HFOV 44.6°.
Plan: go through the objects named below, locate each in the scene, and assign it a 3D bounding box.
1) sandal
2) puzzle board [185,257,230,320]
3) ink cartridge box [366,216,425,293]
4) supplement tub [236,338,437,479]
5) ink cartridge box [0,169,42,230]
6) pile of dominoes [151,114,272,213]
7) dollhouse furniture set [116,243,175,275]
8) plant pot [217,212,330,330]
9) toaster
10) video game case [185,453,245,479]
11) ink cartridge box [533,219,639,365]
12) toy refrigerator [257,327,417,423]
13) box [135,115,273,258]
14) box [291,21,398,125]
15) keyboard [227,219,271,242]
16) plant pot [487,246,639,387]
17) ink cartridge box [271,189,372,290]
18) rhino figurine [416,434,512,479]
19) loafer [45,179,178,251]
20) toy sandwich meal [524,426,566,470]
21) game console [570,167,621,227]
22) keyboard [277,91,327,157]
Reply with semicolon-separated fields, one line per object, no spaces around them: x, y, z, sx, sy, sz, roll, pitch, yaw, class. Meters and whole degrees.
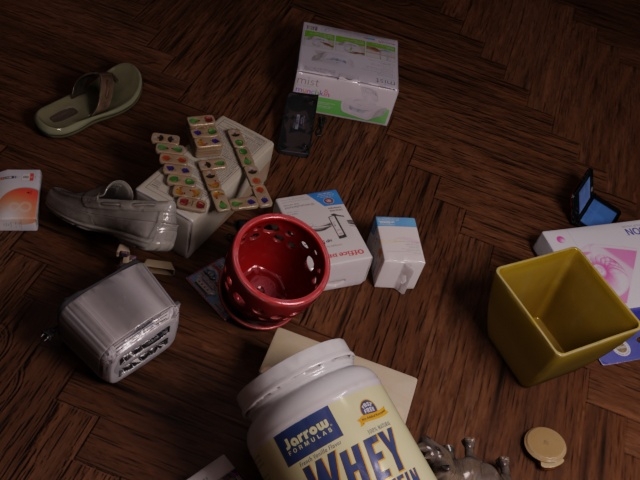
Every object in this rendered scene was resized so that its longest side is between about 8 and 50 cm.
-0.528;-0.336;1.813;0.120;0.086;0.303;33;49;15;sandal
-0.193;0.094;1.562;0.096;0.011;0.128;-30;61;-34;puzzle board
0.159;0.033;1.652;0.090;0.092;0.143;3;47;-11;ink cartridge box
0.030;0.341;1.205;0.235;0.235;0.324;-20;69;-29;supplement tub
-0.662;-0.085;1.581;0.179;0.045;0.145;2;48;-16;ink cartridge box
-0.225;-0.159;1.595;0.196;0.040;0.251;-9;51;-23;pile of dominoes
-0.341;0.067;1.510;0.114;0.091;0.081;8;62;-11;dollhouse furniture set
-0.094;0.069;1.482;0.191;0.174;0.191;8;60;-15;plant pot
-0.360;0.149;1.389;0.146;0.129;0.227;41;50;19;toaster
-0.164;0.477;1.200;0.210;0.042;0.232;-28;61;-33;video game case
0.691;0.101;1.742;0.324;0.071;0.330;-7;51;-20;ink cartridge box
0.026;0.264;1.411;0.270;0.094;0.102;19;54;4;toy refrigerator
-0.245;-0.120;1.666;0.148;0.121;0.311;30;48;12;box
0.064;-0.436;2.030;0.262;0.126;0.231;9;48;-7;box
-0.131;0.022;1.625;0.100;0.038;0.192;-6;50;-19;keyboard
0.450;0.169;1.540;0.212;0.187;0.212;-13;53;-25;plant pot
0.000;0.000;1.645;0.148;0.086;0.203;-11;51;-23;ink cartridge box
0.241;0.388;1.310;0.243;0.073;0.106;31;34;-31;rhino figurine
-0.408;-0.065;1.534;0.319;0.111;0.112;16;4;25;loafer
0.416;0.385;1.446;0.086;0.029;0.085;1;41;-1;toy sandwich meal
0.674;-0.090;1.906;0.085;0.124;0.144;11;40;33;game console
-0.040;-0.282;1.903;0.108;0.023;0.180;8;65;1;keyboard
